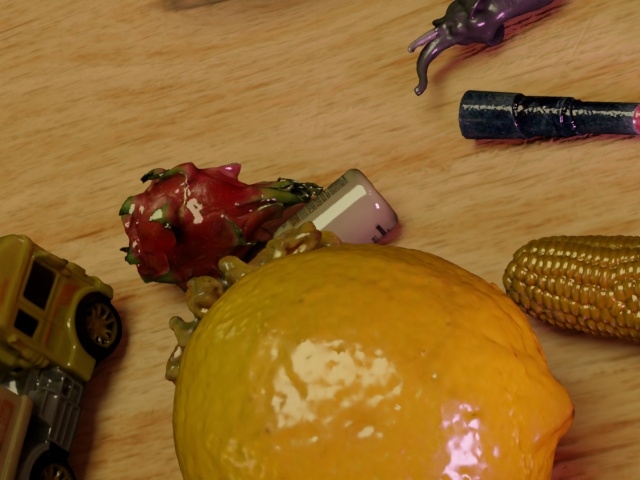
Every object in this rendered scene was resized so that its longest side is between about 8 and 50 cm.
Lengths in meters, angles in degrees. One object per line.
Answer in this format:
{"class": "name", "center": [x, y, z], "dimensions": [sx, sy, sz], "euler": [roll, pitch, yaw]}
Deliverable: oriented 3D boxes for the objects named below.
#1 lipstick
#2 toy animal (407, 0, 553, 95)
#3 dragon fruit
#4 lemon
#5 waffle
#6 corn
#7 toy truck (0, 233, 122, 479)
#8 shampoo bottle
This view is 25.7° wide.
{"class": "lipstick", "center": [0.260, -0.125, 1.452], "dimensions": [0.234, 0.053, 0.053], "euler": [6, 63, 29]}
{"class": "toy animal", "center": [0.182, -0.282, 1.579], "dimensions": [0.269, 0.082, 0.137], "euler": [-39, 46, 2]}
{"class": "dragon fruit", "center": [-0.112, -0.021, 1.558], "dimensions": [0.236, 0.135, 0.137], "euler": [-5, 49, 9]}
{"class": "lemon", "center": [0.038, 0.157, 1.212], "dimensions": [0.336, 0.336, 0.336], "euler": [-16, 52, 22]}
{"class": "waffle", "center": [-0.050, 0.077, 1.382], "dimensions": [0.229, 0.219, 0.057], "euler": [-50, 49, -6]}
{"class": "corn", "center": [0.306, 0.047, 1.259], "dimensions": [0.305, 0.106, 0.106], "euler": [4, 62, 36]}
{"class": "toy truck", "center": [-0.371, 0.187, 1.493], "dimensions": [0.181, 0.254, 0.405], "euler": [-11, 51, 31]}
{"class": "shampoo bottle", "center": [0.000, 0.000, 1.499], "dimensions": [0.162, 0.079, 0.079], "euler": [-40, 47, 2]}
